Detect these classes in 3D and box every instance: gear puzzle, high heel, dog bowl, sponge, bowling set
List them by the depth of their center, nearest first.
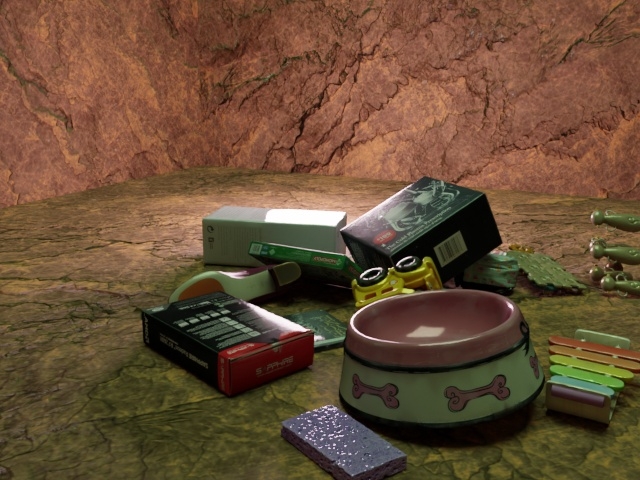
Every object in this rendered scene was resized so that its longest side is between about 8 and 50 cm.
[{"bbox_3d":[0.035,0.351,1.161,0.117,0.031,0.210,-10,17,-35],"label":"sponge"},{"bbox_3d":[0.230,0.215,1.346,0.408,0.150,0.408,-8,12,2],"label":"dog bowl"},{"bbox_3d":[-0.243,0.147,1.880,0.377,0.127,0.181,-10,-12,-20],"label":"high heel"},{"bbox_3d":[0.885,0.069,2.076,0.154,0.287,0.200,9,-28,3],"label":"bowling set"},{"bbox_3d":[0.671,0.086,2.107,0.176,0.044,0.339,5,22,-12],"label":"gear puzzle"}]

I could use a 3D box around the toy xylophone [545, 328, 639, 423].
[{"bbox_3d":[0.573,0.279,1.356,0.236,0.081,0.323,7,16,21],"label":"toy xylophone"}]

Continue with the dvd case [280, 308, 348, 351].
[{"bbox_3d":[-0.017,0.223,1.680,0.165,0.018,0.221,-7,16,-26],"label":"dvd case"}]

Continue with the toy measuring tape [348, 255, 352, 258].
[{"bbox_3d":[0.242,0.049,2.266,0.330,0.121,0.121,-23,17,-2],"label":"toy measuring tape"}]

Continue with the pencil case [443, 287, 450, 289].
[{"bbox_3d":[0.321,0.175,1.779,0.070,0.064,0.151,36,18,-1],"label":"pencil case"}]

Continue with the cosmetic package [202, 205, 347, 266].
[{"bbox_3d":[-0.150,-0.011,2.291,0.453,0.161,0.230,3,15,11],"label":"cosmetic package"}]

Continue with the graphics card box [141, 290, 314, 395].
[{"bbox_3d":[-0.219,0.220,1.537,0.233,0.094,0.371,-13,21,-41],"label":"graphics card box"}]

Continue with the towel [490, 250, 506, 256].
[{"bbox_3d":[0.647,0.067,2.278,0.197,0.029,0.144,10,17,33],"label":"towel"}]

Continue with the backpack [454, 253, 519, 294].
[{"bbox_3d":[0.495,0.093,2.006,0.182,0.115,0.152,7,13,15],"label":"backpack"}]

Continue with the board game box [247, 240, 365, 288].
[{"bbox_3d":[-0.028,0.076,1.985,0.317,0.046,0.213,8,-17,30],"label":"board game box"}]

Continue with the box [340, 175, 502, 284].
[{"bbox_3d":[0.289,-0.012,1.987,0.343,0.179,0.312,-33,24,-14],"label":"box"}]

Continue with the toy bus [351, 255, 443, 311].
[{"bbox_3d":[0.191,0.154,1.624,0.220,0.149,0.211,-20,17,10],"label":"toy bus"}]
